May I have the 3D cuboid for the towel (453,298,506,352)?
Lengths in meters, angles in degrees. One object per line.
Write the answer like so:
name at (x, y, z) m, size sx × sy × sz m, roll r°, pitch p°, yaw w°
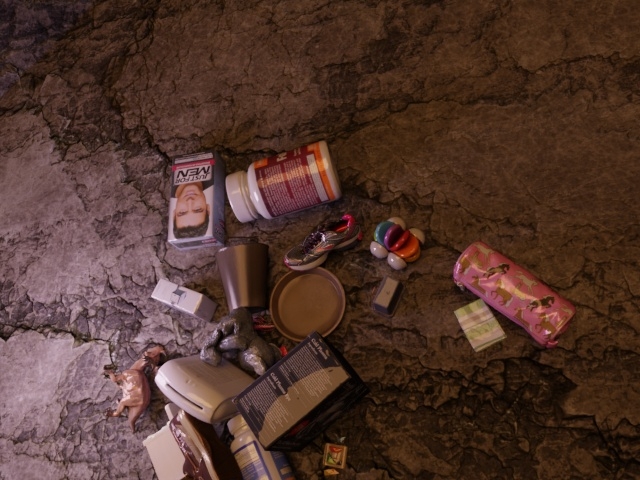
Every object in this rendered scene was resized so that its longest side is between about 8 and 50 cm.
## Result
towel at (0.518, 0.273, 1.734) m, size 0.113 × 0.023 × 0.152 m, roll -26°, pitch 66°, yaw 2°

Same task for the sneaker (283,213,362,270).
sneaker at (0.000, 0.000, 1.901) m, size 0.299 × 0.112 × 0.121 m, roll -29°, pitch 51°, yaw -5°

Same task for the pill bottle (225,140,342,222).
pill bottle at (-0.132, -0.209, 1.970) m, size 0.392 × 0.224 × 0.224 m, roll -16°, pitch 67°, yaw 7°

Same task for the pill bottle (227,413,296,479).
pill bottle at (-0.193, 0.682, 1.684) m, size 0.152 × 0.152 × 0.272 m, roll -30°, pitch 65°, yaw 1°

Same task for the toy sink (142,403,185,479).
toy sink at (-0.479, 0.678, 1.756) m, size 0.131 × 0.153 × 0.234 m, roll -32°, pitch 66°, yaw 1°

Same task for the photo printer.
photo printer at (-0.362, 0.471, 1.719) m, size 0.256 × 0.307 × 0.107 m, roll 28°, pitch 95°, yaw 21°

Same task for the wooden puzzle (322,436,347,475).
wooden puzzle at (0.047, 0.687, 1.697) m, size 0.078 × 0.014 × 0.116 m, roll -2°, pitch 69°, yaw 13°

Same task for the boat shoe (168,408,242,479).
boat shoe at (-0.357, 0.669, 1.617) m, size 0.123 × 0.123 × 0.342 m, roll -43°, pitch 69°, yaw 11°

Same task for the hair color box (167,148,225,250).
hair color box at (-0.483, -0.161, 2.099) m, size 0.185 × 0.113 × 0.375 m, roll -7°, pitch 69°, yaw 11°

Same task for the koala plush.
koala plush at (-0.243, 0.357, 1.783) m, size 0.221 × 0.196 × 0.203 m, roll 35°, pitch 102°, yaw 13°

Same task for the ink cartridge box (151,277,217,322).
ink cartridge box at (-0.492, 0.220, 1.940) m, size 0.190 × 0.140 × 0.082 m, roll 16°, pitch 72°, yaw 18°

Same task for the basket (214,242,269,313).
basket at (-0.271, 0.143, 1.915) m, size 0.204 × 0.154 × 0.227 m, roll -12°, pitch 71°, yaw 7°

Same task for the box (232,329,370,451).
box at (-0.043, 0.471, 1.622) m, size 0.312 × 0.343 × 0.179 m, roll -41°, pitch 64°, yaw -3°

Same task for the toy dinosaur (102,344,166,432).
toy dinosaur at (-0.641, 0.520, 1.878) m, size 0.200 × 0.127 × 0.296 m, roll -10°, pitch 73°, yaw 3°

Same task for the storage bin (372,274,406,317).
storage bin at (0.223, 0.180, 1.806) m, size 0.098 × 0.091 × 0.135 m, roll 22°, pitch 75°, yaw 20°

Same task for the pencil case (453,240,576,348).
pencil case at (0.606, 0.166, 1.681) m, size 0.386 × 0.160 × 0.167 m, roll 37°, pitch 111°, yaw 23°

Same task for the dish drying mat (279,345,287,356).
dish drying mat at (-0.156, 0.400, 1.861) m, size 0.083 × 0.008 × 0.032 m, roll -26°, pitch 65°, yaw 2°

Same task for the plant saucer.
plant saucer at (-0.044, 0.224, 1.883) m, size 0.277 × 0.041 × 0.278 m, roll -5°, pitch 68°, yaw 13°

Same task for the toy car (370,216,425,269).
toy car at (0.262, -0.001, 1.840) m, size 0.182 × 0.136 × 0.159 m, roll 34°, pitch 81°, yaw 23°

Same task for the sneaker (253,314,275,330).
sneaker at (-0.214, 0.292, 1.901) m, size 0.119 × 0.047 × 0.057 m, roll 1°, pitch 58°, yaw 13°
